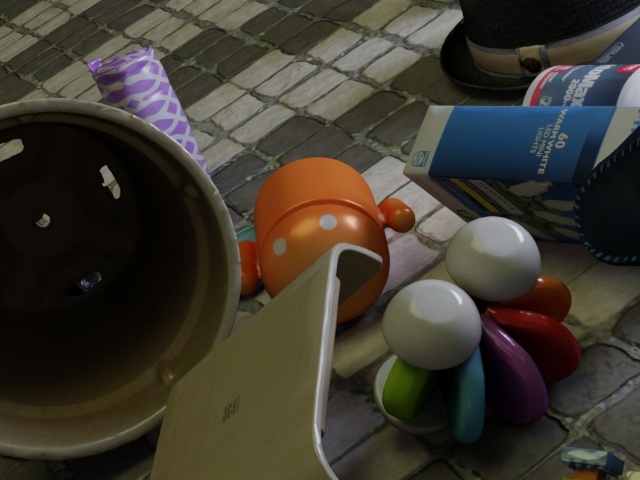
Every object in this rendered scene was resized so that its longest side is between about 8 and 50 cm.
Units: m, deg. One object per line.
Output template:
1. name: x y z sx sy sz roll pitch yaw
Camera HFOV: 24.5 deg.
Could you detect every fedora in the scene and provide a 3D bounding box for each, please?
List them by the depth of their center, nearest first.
1. fedora: 0.264 -0.306 1.675 0.334 0.152 0.334 -23 27 12

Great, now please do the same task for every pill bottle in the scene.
1. pill bottle: 0.285 -0.110 1.362 0.180 0.108 0.108 7 44 49

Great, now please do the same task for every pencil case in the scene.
1. pencil case: -0.203 -0.132 1.783 0.088 0.206 0.086 -5 22 45

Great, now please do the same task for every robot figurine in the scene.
1. robot figurine: 0.002 -0.001 1.427 0.158 0.128 0.219 13 25 -12

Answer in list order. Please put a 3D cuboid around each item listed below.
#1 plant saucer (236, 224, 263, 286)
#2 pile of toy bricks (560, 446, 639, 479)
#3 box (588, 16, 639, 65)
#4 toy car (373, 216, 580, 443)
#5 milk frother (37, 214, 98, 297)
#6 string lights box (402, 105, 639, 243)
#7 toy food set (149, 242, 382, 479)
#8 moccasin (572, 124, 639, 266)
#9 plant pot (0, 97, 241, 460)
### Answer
1. plant saucer: -0.074 0.022 1.579 0.119 0.021 0.119 -23 28 13
2. pile of toy bricks: 0.235 0.194 0.907 0.212 0.118 0.105 2 72 32
3. box: 0.406 -0.210 1.471 0.232 0.059 0.183 -43 31 -24
4. toy car: 0.130 0.086 1.163 0.136 0.159 0.182 35 59 20
5. milk frother: -0.335 0.033 1.756 0.135 0.129 0.143 -22 -16 13
6. string lights box: 0.214 -0.057 1.292 0.259 0.133 0.077 6 68 50
7. toy food set: -0.037 0.160 1.196 0.220 0.092 0.306 -41 24 28
8. moccasin: 0.304 -0.070 1.021 0.342 0.138 0.117 -32 -6 41
9. plant pot: -0.268 0.005 1.454 0.334 0.334 0.305 -31 18 -4
